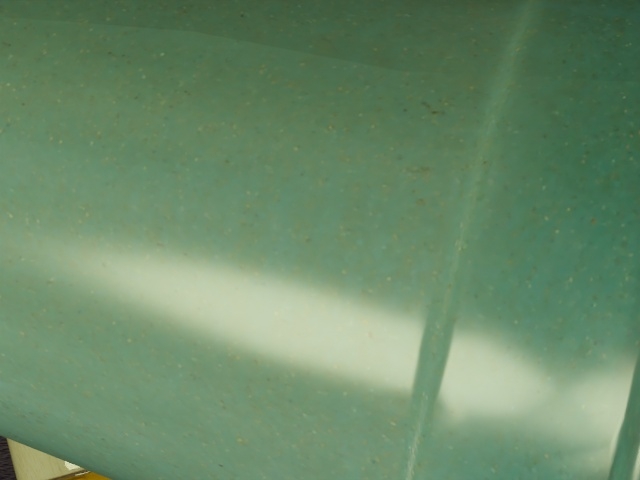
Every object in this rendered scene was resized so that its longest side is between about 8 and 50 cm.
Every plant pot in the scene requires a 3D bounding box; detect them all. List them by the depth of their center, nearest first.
[{"bbox_3d":[0.000,0.000,0.639,0.334,0.341,0.341,15,158,12],"label":"plant pot"}]

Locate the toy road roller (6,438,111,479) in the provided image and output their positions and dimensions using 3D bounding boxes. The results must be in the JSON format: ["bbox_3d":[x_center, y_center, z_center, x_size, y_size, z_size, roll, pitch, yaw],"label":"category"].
[{"bbox_3d":[-0.044,0.063,0.908,0.329,0.202,0.240,-15,171,-3],"label":"toy road roller"}]
